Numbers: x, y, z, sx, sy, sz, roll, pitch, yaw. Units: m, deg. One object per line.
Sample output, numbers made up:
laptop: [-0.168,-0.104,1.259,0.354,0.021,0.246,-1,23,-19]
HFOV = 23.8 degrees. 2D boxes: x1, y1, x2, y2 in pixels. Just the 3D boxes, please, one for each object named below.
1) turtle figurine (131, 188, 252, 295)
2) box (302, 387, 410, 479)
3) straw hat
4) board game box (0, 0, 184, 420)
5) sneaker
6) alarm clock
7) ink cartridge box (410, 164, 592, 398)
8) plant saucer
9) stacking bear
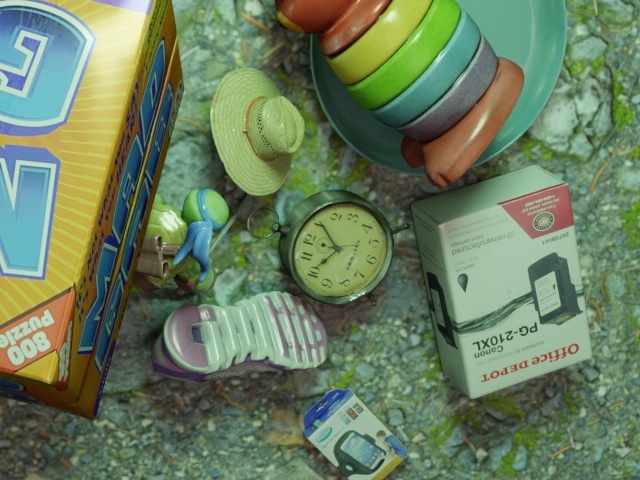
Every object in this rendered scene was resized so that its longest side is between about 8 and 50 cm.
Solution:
turtle figurine: [-0.212,-0.008,1.675,0.266,0.275,0.198,-27,139,13]
box: [0.041,0.246,1.888,0.081,0.028,0.136,-43,117,-1]
straw hat: [-0.051,-0.124,1.673,0.144,0.061,0.144,9,78,-47]
board game box: [-0.341,-0.066,1.355,0.356,0.356,0.357,14,78,0]
sneaker: [-0.100,0.121,1.769,0.236,0.104,0.095,0,66,-38]
alarm clock: [0.000,0.000,1.771,0.192,0.064,0.129,18,101,-26]
ink cartridge box: [0.222,0.051,1.844,0.172,0.100,0.237,-17,112,-12]
plant saucer: [0.133,-0.232,1.751,0.317,0.044,0.318,-6,110,-17]
stacking bear: [0.065,-0.218,1.630,0.289,0.175,0.164,40,94,-18]
